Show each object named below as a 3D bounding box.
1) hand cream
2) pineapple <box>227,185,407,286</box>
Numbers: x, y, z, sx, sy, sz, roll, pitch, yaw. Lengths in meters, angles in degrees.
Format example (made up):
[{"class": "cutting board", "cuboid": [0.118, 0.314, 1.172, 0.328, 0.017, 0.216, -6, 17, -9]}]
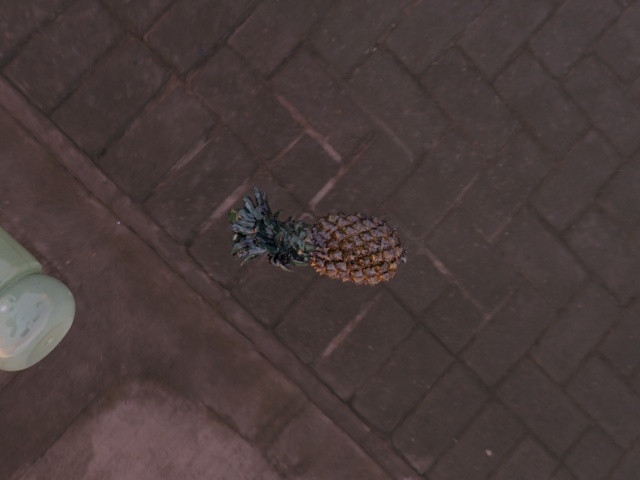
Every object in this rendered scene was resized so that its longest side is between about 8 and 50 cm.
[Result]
[{"class": "hand cream", "cuboid": [-0.360, -0.003, 0.725, 0.306, 0.093, 0.147, 38, 106, 4]}, {"class": "pineapple", "cuboid": [0.000, -0.001, 0.935, 0.221, 0.083, 0.103, 10, 48, -15]}]
